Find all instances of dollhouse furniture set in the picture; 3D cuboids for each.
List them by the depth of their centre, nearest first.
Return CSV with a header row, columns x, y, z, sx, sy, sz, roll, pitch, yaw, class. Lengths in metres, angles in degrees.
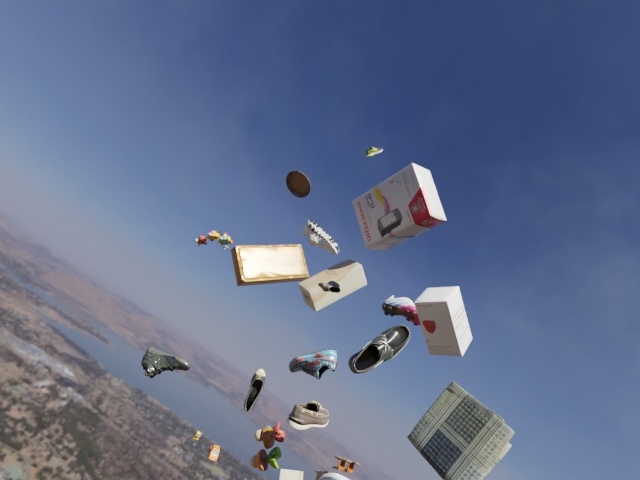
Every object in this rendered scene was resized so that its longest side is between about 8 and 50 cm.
x,y,z,sx,sy,sz,roll,pitch,yaw,class
0.091,1.226,2.003,0.135,0.262,0.259,-10,-37,44,dollhouse furniture set

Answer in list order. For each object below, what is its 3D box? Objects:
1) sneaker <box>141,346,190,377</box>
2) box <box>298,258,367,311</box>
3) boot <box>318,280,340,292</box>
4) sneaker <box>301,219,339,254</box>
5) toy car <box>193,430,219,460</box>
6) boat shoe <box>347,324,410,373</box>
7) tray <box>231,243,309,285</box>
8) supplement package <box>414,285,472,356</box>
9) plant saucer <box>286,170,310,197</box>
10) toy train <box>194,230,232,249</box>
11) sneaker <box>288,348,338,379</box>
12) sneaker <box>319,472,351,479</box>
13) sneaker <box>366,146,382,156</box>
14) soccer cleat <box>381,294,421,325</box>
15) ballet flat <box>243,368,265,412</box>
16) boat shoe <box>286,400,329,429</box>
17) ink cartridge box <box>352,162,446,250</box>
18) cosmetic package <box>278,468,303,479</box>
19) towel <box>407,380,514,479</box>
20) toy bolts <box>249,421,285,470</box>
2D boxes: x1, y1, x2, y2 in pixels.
x,y,z,sx,sy,sz,roll,pitch,yaw,class
-0.734,0.596,1.888,0.227,0.130,0.087,18,-41,0,sneaker
0.063,0.220,2.034,0.148,0.310,0.121,24,-45,60,box
0.050,0.187,1.589,0.118,0.042,0.086,6,4,-35,boot
0.000,0.000,2.565,0.292,0.118,0.110,44,14,20,sneaker
-0.419,0.752,1.479,0.122,0.041,0.060,34,8,3,toy car
0.195,0.347,1.282,0.084,0.232,0.079,56,-10,16,boat shoe
-0.269,0.128,2.204,0.410,0.203,0.076,-1,-23,-37,tray
0.609,0.397,1.994,0.177,0.175,0.293,-10,-77,40,supplement package
-0.124,-0.332,2.351,0.168,0.029,0.169,17,-54,24,plant saucer
-0.506,-0.008,1.922,0.166,0.046,0.125,14,-34,-32,toy train
-0.040,0.620,1.975,0.261,0.125,0.104,-22,-35,18,sneaker
0.085,0.971,1.546,0.257,0.091,0.094,-11,-72,40,sneaker
0.231,-0.386,1.726,0.031,0.083,0.035,7,-60,65,sneaker
0.505,0.385,2.307,0.331,0.143,0.116,11,-51,45,soccer cleat
-0.258,0.597,1.600,0.057,0.173,0.049,19,-5,-11,ballet flat
-0.042,0.837,1.951,0.116,0.097,0.324,16,-7,35,boat shoe
0.295,-0.118,1.550,0.306,0.226,0.131,-30,-26,36,ink cartridge box
-0.140,1.143,1.687,0.113,0.161,0.309,7,14,-3,cosmetic package
0.549,0.771,1.590,0.056,0.324,0.312,46,-6,-38,towel
-0.299,1.053,2.113,0.158,0.228,0.219,-15,-74,11,toy bolts
